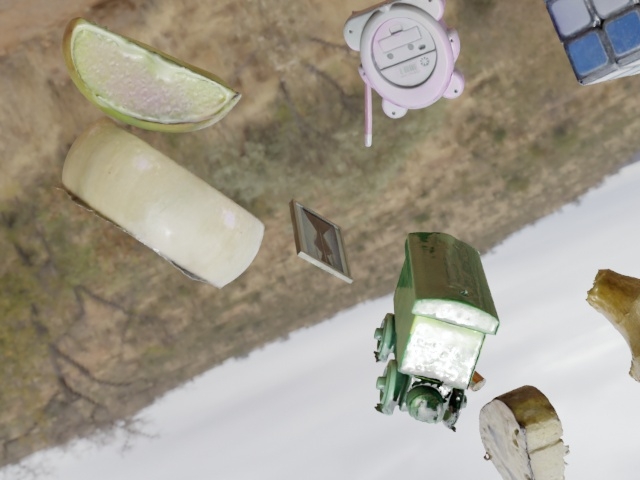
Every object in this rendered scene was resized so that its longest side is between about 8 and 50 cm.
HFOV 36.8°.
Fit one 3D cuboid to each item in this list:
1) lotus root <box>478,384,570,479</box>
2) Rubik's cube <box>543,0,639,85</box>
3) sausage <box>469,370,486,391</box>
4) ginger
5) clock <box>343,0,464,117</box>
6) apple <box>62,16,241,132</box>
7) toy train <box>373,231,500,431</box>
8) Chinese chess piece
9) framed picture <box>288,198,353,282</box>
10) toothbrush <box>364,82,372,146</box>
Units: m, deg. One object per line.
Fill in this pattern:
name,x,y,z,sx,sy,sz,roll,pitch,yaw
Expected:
lotus root,0.323,0.340,1.539,0.074,0.260,0.170,-24,-143,-19
Rubik's cube,0.441,-0.382,1.163,0.292,0.287,0.293,-20,177,-42
sausage,0.224,0.206,1.588,0.031,0.107,0.031,-33,146,-26
ginger,0.563,0.175,1.442,0.166,0.375,0.236,-12,160,-47
clock,0.186,-0.401,2.065,0.228,0.247,0.090,-17,-160,20
apple,-0.266,-0.226,1.427,0.120,0.265,0.193,-67,-166,-3
toy train,0.148,0.119,1.294,0.120,0.202,0.301,15,-161,-2
Chinese chess piece,-0.252,-0.059,1.546,0.140,0.338,0.338,-57,178,-1
framed picture,0.000,0.000,2.150,0.015,0.150,0.203,-48,-152,24
toothbrush,0.111,-0.356,2.237,0.025,0.286,0.020,-10,-155,-19
